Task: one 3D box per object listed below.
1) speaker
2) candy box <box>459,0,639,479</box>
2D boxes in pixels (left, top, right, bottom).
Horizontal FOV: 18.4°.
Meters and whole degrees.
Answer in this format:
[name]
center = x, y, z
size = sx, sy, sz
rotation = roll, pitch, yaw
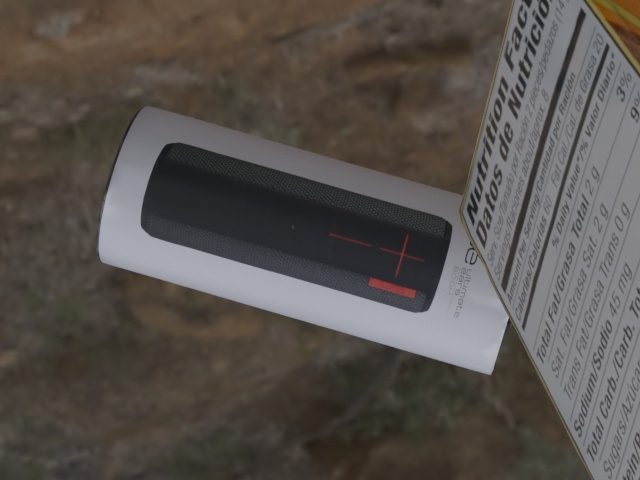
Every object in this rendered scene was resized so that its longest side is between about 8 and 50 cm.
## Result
[speaker]
center = 0.000, 0.000, 0.644
size = 0.136, 0.055, 0.055
rotation = 17, 148, 5
[candy box]
center = 0.157, 0.048, 0.346
size = 0.183, 0.316, 0.087
rotation = 3, 121, -16
